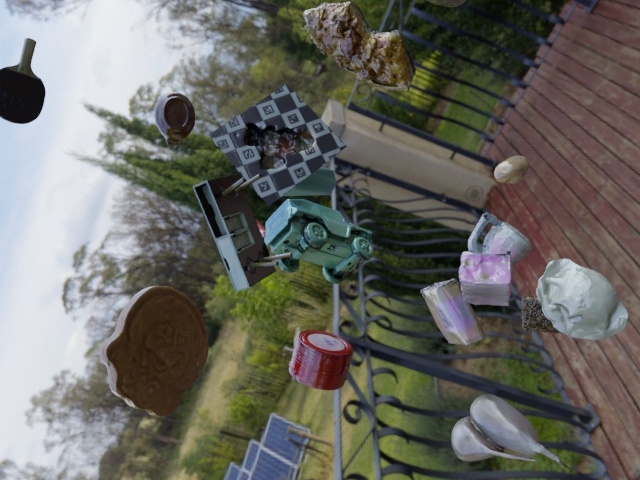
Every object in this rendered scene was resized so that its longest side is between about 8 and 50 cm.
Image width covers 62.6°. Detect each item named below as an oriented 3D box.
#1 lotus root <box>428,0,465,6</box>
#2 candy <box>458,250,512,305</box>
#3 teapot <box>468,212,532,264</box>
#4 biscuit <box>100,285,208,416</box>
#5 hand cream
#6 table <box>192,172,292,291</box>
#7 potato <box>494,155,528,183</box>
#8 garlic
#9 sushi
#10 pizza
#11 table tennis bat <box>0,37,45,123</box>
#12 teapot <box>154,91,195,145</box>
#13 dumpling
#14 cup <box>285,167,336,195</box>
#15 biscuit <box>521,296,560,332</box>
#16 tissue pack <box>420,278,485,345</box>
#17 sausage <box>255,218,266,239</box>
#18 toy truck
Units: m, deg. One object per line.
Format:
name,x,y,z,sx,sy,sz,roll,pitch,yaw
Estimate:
lotus root,0.337,-0.672,1.390,0.088,0.192,0.113,-28,77,54
candy,0.530,0.125,1.689,0.265,0.156,0.115,51,-138,-63
teapot,0.702,0.020,2.072,0.178,0.222,0.163,-51,31,8
biscuit,-0.497,0.343,1.650,0.062,0.385,0.365,3,48,34
hand cream,0.003,0.376,1.676,0.193,0.193,0.125,-111,34,-74
table,-0.154,-0.030,1.131,0.111,0.240,0.121,-18,7,26
potato,0.779,-0.286,2.144,0.112,0.147,0.112,158,90,-88
garlic,0.550,0.634,1.661,0.231,0.246,0.340,-42,5,-8
sushi,-0.143,-0.311,1.745,0.339,0.320,0.068,-39,-11,-16
pizza,0.088,-0.446,1.223,0.085,0.305,0.161,-54,0,-27
table tennis bat,-0.537,-0.287,0.945,0.013,0.087,0.156,5,82,51
teapot,-0.364,-0.303,1.314,0.078,0.098,0.129,178,90,-66
dumpling,0.724,0.174,1.476,0.193,0.258,0.147,-51,-19,4
cup,-0.061,-0.228,1.997,0.134,0.236,0.148,21,103,53
biscuit,0.734,0.230,1.599,0.025,0.231,0.131,-56,-41,-53
tissue pack,0.531,0.285,2.107,0.123,0.256,0.215,-28,-4,-11
sausage,-0.180,-0.028,1.530,0.048,0.050,0.145,-42,45,-8
toy truck,0.000,0.000,1.371,0.155,0.279,0.156,-43,45,38
